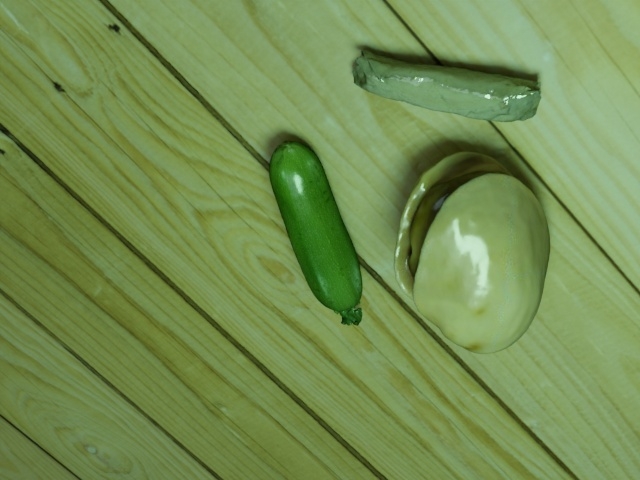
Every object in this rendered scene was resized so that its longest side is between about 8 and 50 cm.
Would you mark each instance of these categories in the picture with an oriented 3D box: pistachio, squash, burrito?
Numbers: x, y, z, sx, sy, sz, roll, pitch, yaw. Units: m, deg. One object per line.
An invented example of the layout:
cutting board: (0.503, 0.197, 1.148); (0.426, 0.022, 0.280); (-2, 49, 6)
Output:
pistachio: (0.233, 0.029, 1.550); (0.238, 0.229, 0.321); (-23, 122, -14)
squash: (0.000, 0.000, 1.693); (0.101, 0.101, 0.379); (-3, 129, 23)
burrito: (0.176, -0.220, 1.463); (0.275, 0.059, 0.082); (14, 147, 10)
